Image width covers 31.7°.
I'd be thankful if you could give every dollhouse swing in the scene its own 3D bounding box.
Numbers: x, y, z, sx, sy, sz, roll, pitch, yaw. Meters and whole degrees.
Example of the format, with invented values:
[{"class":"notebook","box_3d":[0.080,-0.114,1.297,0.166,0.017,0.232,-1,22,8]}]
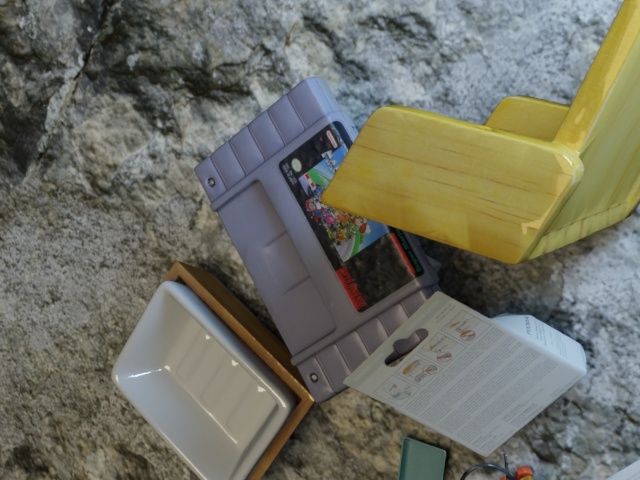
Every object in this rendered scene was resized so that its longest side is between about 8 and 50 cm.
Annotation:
[{"class":"dollhouse swing","box_3d":[0.225,-0.165,1.170,0.315,0.346,0.305,19,109,29]}]

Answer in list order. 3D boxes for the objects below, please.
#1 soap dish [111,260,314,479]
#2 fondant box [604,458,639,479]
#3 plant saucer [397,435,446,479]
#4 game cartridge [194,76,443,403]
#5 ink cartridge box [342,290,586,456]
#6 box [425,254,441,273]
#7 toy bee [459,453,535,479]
[{"class":"soap dish","box_3d":[-0.147,0.201,1.617,0.291,0.118,0.229,43,118,20]},{"class":"fondant box","box_3d":[0.480,0.339,1.167,0.238,0.096,0.330,-40,63,25]},{"class":"plant saucer","box_3d":[0.132,0.361,1.523,0.067,0.018,0.192,14,107,31]},{"class":"game cartridge","box_3d":[0.000,0.000,1.413,0.230,0.068,0.355,-36,77,36]},{"class":"ink cartridge box","box_3d":[0.173,0.150,1.355,0.232,0.066,0.189,31,122,-18]},{"class":"box","box_3d":[0.054,0.073,1.479,0.130,0.091,0.171,35,116,24]},{"class":"toy bee","box_3d":[0.275,0.350,1.369,0.195,0.162,0.298,-11,108,6]}]
